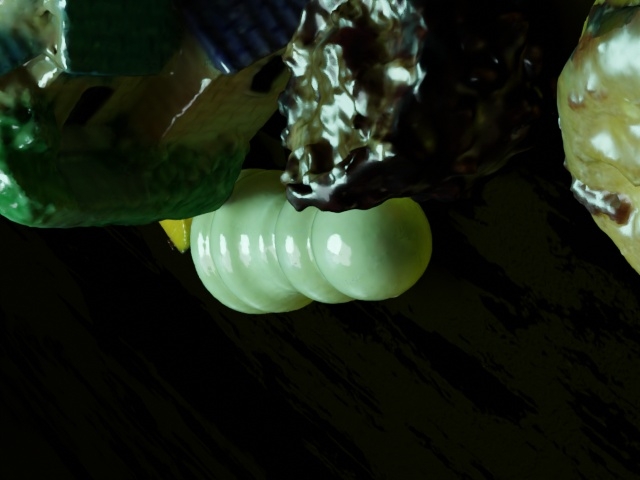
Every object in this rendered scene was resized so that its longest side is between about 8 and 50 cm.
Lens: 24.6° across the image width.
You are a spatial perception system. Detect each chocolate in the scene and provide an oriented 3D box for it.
[{"bbox_3d":[0.034,-0.097,1.038,0.206,0.177,0.224,51,148,-3],"label":"chocolate"}]

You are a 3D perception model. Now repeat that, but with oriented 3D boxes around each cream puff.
[{"bbox_3d":[0.232,-0.057,0.762,0.240,0.164,0.240,42,163,16],"label":"cream puff"}]

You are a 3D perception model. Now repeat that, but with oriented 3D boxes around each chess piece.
[{"bbox_3d":[0.000,0.000,1.330,0.251,0.144,0.144,-1,116,59],"label":"chess piece"}]

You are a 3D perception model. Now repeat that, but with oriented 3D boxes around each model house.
[{"bbox_3d":[-0.146,-0.187,1.218,0.280,0.312,0.245,-43,69,27],"label":"model house"}]

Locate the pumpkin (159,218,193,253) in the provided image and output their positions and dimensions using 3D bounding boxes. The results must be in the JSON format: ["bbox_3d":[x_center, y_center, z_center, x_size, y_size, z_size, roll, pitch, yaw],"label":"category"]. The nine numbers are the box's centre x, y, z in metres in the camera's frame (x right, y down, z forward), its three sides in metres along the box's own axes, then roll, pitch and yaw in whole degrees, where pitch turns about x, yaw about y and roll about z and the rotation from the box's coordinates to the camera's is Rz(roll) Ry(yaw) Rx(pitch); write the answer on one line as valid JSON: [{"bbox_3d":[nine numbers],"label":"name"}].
[{"bbox_3d":[-0.134,-0.102,1.556,0.130,0.149,0.254,-52,55,18],"label":"pumpkin"}]
